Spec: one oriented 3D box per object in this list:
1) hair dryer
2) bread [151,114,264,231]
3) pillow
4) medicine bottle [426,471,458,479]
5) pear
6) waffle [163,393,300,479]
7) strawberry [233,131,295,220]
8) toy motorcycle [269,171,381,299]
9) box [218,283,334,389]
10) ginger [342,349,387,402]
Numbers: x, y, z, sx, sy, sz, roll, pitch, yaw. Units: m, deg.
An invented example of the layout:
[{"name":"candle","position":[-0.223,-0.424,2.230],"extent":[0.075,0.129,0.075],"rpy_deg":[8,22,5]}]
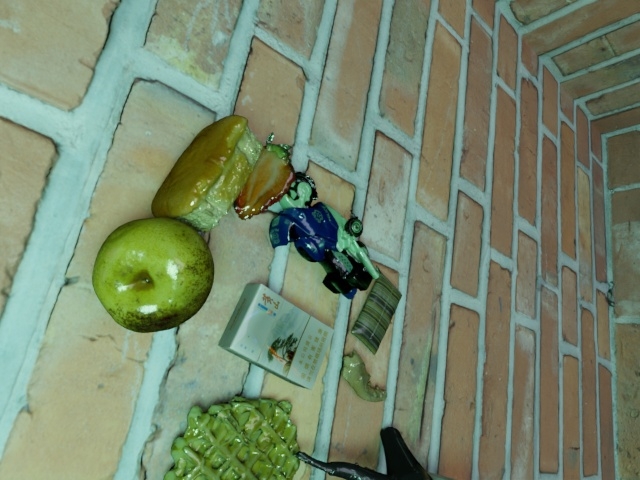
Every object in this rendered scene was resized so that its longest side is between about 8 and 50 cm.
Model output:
[{"name":"hair dryer","position":[0.098,0.503,0.989],"extent":[0.359,0.304,0.120],"rpy_deg":[25,104,-16]},{"name":"bread","position":[-0.215,-0.125,0.840],"extent":[0.121,0.174,0.245],"rpy_deg":[41,62,-26]},{"name":"pillow","position":[0.158,0.197,1.191],"extent":[0.113,0.038,0.203],"rpy_deg":[46,57,-26]},{"name":"medicine bottle","position":[0.299,0.802,1.093],"extent":[0.211,0.211,0.371],"rpy_deg":[31,63,-33]},{"name":"pear","position":[-0.280,0.055,0.750],"extent":[0.197,0.197,0.197],"rpy_deg":[8,77,-39]},{"name":"waffle","position":[-0.154,0.458,0.854],"extent":[0.317,0.073,0.297],"rpy_deg":[14,74,-40]},{"name":"strawberry","position":[-0.123,-0.135,0.964],"extent":[0.140,0.085,0.192],"rpy_deg":[-9,75,1]},{"name":"toy motorcycle","position":[0.000,0.000,1.044],"extent":[0.331,0.125,0.196],"rpy_deg":[50,56,-19]},{"name":"box","position":[-0.090,0.212,0.957],"extent":[0.233,0.067,0.149],"rpy_deg":[37,60,-29]},{"name":"ginger","position":[0.107,0.360,1.117],"extent":[0.069,0.051,0.173],"rpy_deg":[-46,117,-30]}]
